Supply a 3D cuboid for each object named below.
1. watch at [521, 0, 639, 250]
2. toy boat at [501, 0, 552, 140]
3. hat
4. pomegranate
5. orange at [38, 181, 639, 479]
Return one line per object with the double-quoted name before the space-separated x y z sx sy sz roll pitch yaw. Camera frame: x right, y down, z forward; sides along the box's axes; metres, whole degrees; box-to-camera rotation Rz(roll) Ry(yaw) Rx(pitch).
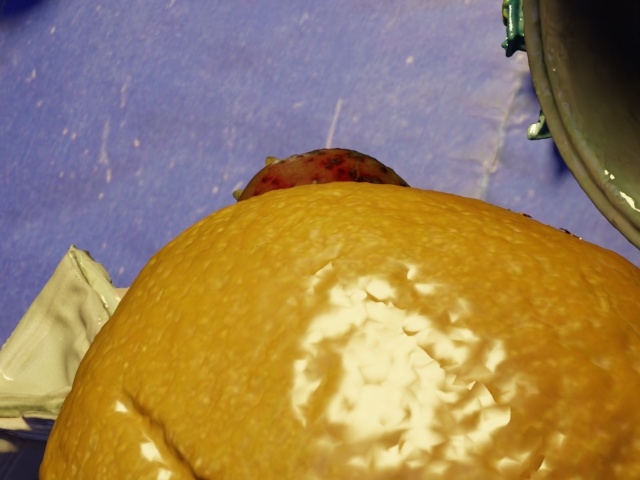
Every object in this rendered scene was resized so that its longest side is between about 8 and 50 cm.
"watch" 0.253 -0.140 0.625 0.335 0.314 0.327 -22 82 44
"toy boat" 0.136 -0.123 0.851 0.060 0.060 0.137 0 76 5
"hat" -0.134 0.108 0.931 0.226 0.219 0.164 22 122 10
"pomegranate" 0.002 -0.005 0.866 0.129 0.129 0.159 -31 48 22
"orange" 0.033 0.135 0.660 0.357 0.322 0.322 31 91 36
